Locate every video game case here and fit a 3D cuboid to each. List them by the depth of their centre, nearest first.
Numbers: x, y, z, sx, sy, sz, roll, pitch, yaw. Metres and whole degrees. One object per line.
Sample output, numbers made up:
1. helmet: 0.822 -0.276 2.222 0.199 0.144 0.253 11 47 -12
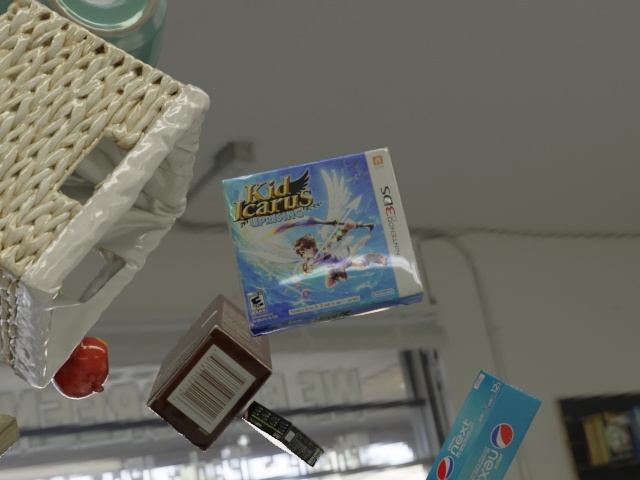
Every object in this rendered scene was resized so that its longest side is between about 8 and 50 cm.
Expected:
1. video game case: 0.000 0.000 1.768 0.270 0.244 0.061 -12 -19 -3

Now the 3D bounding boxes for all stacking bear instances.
1. stacking bear: -0.494 0.164 2.071 0.164 0.289 0.175 -50 20 -27

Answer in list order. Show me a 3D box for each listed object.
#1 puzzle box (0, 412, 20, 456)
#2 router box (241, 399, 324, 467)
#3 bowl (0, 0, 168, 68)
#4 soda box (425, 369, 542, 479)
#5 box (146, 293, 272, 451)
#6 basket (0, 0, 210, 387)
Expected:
1. puzzle box: -0.787 0.370 2.071 0.409 0.052 0.272 9 31 22
2. router box: -0.062 0.319 1.905 0.092 0.038 0.122 44 -14 -35
3. bowl: -0.352 -0.361 1.716 0.312 0.311 0.163 -1 -10 -29
4. soda box: 0.213 0.290 1.571 0.071 0.210 0.067 27 0 -24
5. box: -0.199 0.232 2.138 0.191 0.143 0.381 -50 5 1
6. basket: -0.343 -0.053 1.401 0.266 0.328 0.331 33 -29 4
